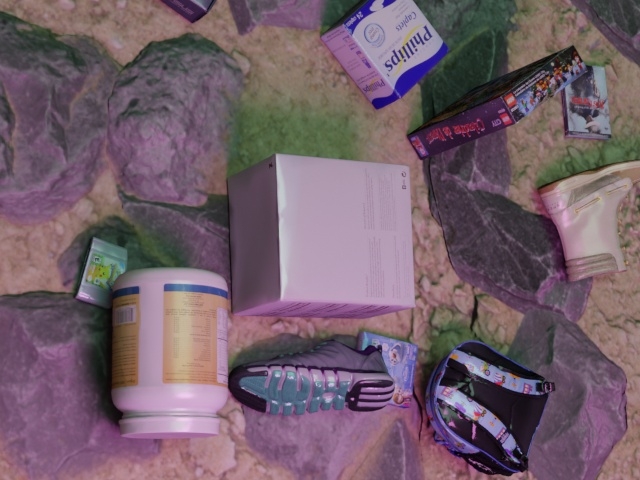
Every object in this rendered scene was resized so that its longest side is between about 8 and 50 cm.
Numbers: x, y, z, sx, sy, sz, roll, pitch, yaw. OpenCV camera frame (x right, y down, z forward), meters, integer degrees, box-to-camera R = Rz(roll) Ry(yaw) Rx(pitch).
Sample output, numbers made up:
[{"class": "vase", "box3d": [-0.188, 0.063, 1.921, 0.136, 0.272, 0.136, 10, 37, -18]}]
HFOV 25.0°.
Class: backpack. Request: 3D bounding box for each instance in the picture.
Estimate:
[{"class": "backpack", "box3d": [0.216, 0.228, 2.003, 0.173, 0.117, 0.158, 32, 66, -21]}]

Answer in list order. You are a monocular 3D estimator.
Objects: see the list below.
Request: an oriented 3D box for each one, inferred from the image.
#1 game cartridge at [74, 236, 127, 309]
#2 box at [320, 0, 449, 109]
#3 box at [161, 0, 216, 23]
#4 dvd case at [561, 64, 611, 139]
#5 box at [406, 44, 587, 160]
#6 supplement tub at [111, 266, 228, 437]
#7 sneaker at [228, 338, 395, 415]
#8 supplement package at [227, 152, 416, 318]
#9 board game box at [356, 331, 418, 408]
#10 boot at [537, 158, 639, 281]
[{"class": "game cartridge", "box3d": [-0.275, 0.042, 1.826, 0.056, 0.017, 0.083, 22, 70, -28]}, {"class": "box", "box3d": [0.094, -0.282, 2.066, 0.126, 0.072, 0.137, -45, 103, -28]}, {"class": "box", "box3d": [-0.213, -0.432, 1.932, 0.232, 0.059, 0.183, 35, 66, -18]}, {"class": "dvd case", "box3d": [0.417, -0.219, 2.268, 0.087, 0.013, 0.120, 3, 79, -29]}, {"class": "box", "box3d": [0.247, -0.193, 2.039, 0.159, 0.233, 0.044, -35, 99, -30]}, {"class": "supplement tub", "box3d": [-0.186, 0.141, 1.780, 0.144, 0.144, 0.200, 5, 77, -28]}, {"class": "sneaker", "box3d": [-0.016, 0.175, 1.922, 0.223, 0.083, 0.098, 5, 40, -14]}, {"class": "supplement package", "box3d": [0.000, 0.000, 1.910, 0.203, 0.149, 0.194, 4, 78, -29]}, {"class": "board game box", "box3d": [0.089, 0.180, 1.998, 0.090, 0.020, 0.090, 15, 73, -25]}, {"class": "boot", "box3d": [0.445, -0.032, 2.210, 0.213, 0.077, 0.165, -16, 87, -26]}]
